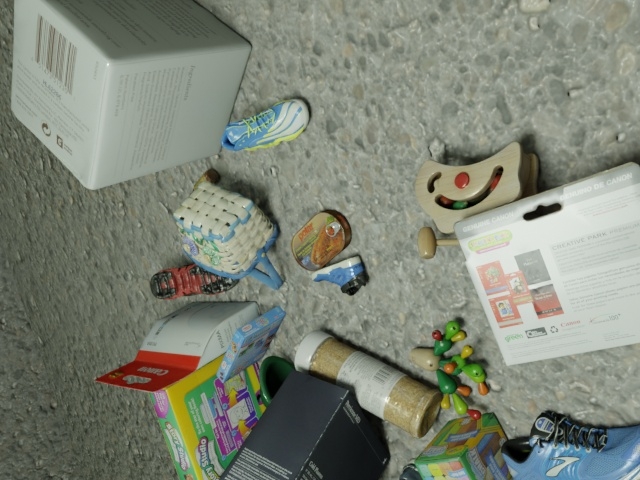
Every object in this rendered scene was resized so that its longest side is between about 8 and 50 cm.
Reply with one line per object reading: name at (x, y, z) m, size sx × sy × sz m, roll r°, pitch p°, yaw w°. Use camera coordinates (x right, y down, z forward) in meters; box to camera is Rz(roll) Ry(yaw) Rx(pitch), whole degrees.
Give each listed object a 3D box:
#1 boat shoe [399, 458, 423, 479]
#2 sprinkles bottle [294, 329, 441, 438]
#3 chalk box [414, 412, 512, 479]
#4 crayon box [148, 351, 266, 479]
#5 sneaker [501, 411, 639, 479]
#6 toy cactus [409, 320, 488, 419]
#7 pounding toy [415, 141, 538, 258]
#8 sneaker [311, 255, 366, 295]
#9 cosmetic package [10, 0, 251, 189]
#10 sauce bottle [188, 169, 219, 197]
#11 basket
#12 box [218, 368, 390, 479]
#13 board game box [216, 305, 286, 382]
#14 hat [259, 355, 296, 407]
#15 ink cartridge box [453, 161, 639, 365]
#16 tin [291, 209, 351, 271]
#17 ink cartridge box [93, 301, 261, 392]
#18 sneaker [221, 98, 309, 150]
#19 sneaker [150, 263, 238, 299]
boat shoe at (0.254, 0.673, 1.461) m, size 0.095 × 0.079 × 0.254 m, roll -2°, pitch 108°, yaw 41°
sprinkles bottle at (0.106, 0.336, 1.408) m, size 0.355 × 0.121 × 0.121 m, roll 22°, pitch 122°, yaw 32°
chalk box at (0.299, 0.484, 1.244) m, size 0.132 × 0.213 × 0.132 m, roll -28°, pitch 89°, yaw 44°
crayon box at (-0.292, 0.510, 1.699) m, size 0.106 × 0.313 × 0.362 m, roll -6°, pitch 104°, yaw 42°
sneaker at (0.474, 0.401, 1.115) m, size 0.147 × 0.130 × 0.330 m, roll 55°, pitch 134°, yaw 4°
toy cactus at (0.265, 0.275, 1.271) m, size 0.180 × 0.112 × 0.219 m, roll 6°, pitch 122°, yaw 50°
pounding toy at (0.286, -0.081, 1.103) m, size 0.270 × 0.155 × 0.154 m, roll -29°, pitch 60°, yaw 35°
sneaker at (0.044, 0.097, 1.398) m, size 0.152 × 0.058 × 0.084 m, roll -23°, pitch 85°, yaw 38°
cosmetic package at (-0.439, -0.376, 1.371) m, size 0.329 × 0.394 × 0.327 m, roll 41°, pitch 130°, yaw 20°
sauce bottle at (-0.324, -0.147, 1.620) m, size 0.128 × 0.042 × 0.042 m, roll -40°, pitch 81°, yaw 42°
basket at (-0.234, 0.001, 1.518) m, size 0.255 × 0.201 × 0.289 m, roll 22°, pitch 156°, yaw 33°
box at (-0.022, 0.545, 1.404) m, size 0.179 × 0.312 × 0.343 m, roll 12°, pitch 143°, yaw 38°
board game box at (-0.192, 0.287, 1.618) m, size 0.039 × 0.160 × 0.211 m, roll 43°, pitch 131°, yaw 19°
hat at (-0.153, 0.436, 1.621) m, size 0.184 × 0.173 × 0.208 m, roll -32°, pitch 128°, yaw 28°
ink cartridge box at (0.417, 0.035, 0.971) m, size 0.309 × 0.130 × 0.271 m, roll -20°, pitch 95°, yaw 35°
tin at (0.000, 0.000, 1.410) m, size 0.106 × 0.040 × 0.190 m, roll 53°, pitch 134°, yaw 4°
ink cartridge box at (-0.399, 0.280, 1.637) m, size 0.308 × 0.385 × 0.091 m, roll -5°, pitch 104°, yaw 42°
sneaker at (-0.137, -0.251, 1.352) m, size 0.240 × 0.126 × 0.091 m, roll -18°, pitch 97°, yaw 44°
sneaker at (-0.354, 0.113, 1.728) m, size 0.276 × 0.135 × 0.097 m, roll -9°, pitch 91°, yaw 19°
